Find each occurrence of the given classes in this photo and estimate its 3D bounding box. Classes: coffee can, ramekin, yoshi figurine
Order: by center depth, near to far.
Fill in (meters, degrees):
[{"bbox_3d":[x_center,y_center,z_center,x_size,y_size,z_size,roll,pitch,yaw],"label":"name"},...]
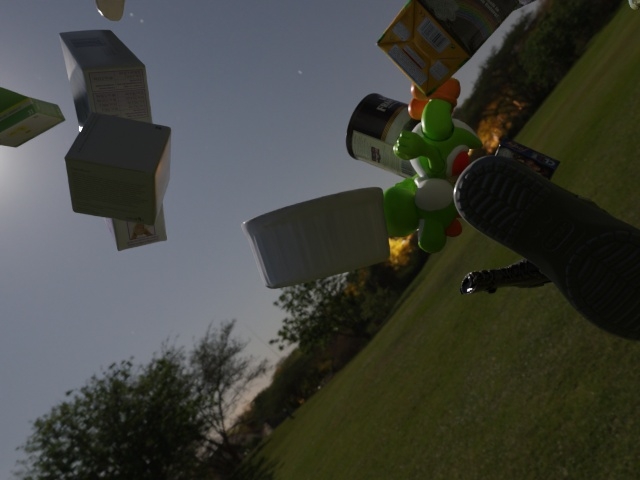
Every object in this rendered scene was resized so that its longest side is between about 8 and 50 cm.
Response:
[{"bbox_3d":[0.000,0.000,0.951,0.277,0.135,0.277,-15,-2,-1],"label":"ramekin"},{"bbox_3d":[0.202,-0.155,1.076,0.203,0.204,0.362,-8,74,56],"label":"yoshi figurine"},{"bbox_3d":[0.240,-0.282,1.419,0.201,0.275,0.201,-38,-37,-36],"label":"coffee can"}]

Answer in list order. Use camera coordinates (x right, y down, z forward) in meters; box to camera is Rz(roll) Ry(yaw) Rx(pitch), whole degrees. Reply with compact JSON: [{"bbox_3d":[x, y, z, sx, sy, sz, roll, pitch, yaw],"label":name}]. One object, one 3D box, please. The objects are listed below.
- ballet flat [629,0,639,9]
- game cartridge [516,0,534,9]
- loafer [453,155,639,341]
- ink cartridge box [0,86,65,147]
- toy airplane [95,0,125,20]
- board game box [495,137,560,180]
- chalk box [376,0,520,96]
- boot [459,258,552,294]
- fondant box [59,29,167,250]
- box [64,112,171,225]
[{"bbox_3d":[0.644,-0.522,0.947,0.077,0.079,0.221,-28,-36,2],"label":"ballet flat"},{"bbox_3d":[0.407,-0.618,0.968,0.230,0.068,0.354,-158,84,-75],"label":"game cartridge"},{"bbox_3d":[0.241,-0.003,0.477,0.094,0.251,0.087,-50,3,27],"label":"loafer"},{"bbox_3d":[-0.788,-0.304,1.252,0.171,0.056,0.235,-25,2,7],"label":"ink cartridge box"},{"bbox_3d":[-0.431,-0.751,1.108,0.384,0.272,0.386,-58,-15,-16],"label":"toy airplane"},{"bbox_3d":[0.576,-0.168,1.475,0.042,0.165,0.243,-46,-25,-30],"label":"board game box"},{"bbox_3d":[0.222,-0.375,0.837,0.213,0.132,0.132,-48,6,-24],"label":"chalk box"},{"bbox_3d":[0.512,0.092,1.347,0.229,0.091,0.263,-7,-25,-9],"label":"boot"},{"bbox_3d":[-0.373,-0.182,0.909,0.096,0.238,0.330,-16,-51,-26],"label":"fondant box"},{"bbox_3d":[-0.245,-0.089,0.621,0.101,0.102,0.087,-90,14,-45],"label":"box"}]
